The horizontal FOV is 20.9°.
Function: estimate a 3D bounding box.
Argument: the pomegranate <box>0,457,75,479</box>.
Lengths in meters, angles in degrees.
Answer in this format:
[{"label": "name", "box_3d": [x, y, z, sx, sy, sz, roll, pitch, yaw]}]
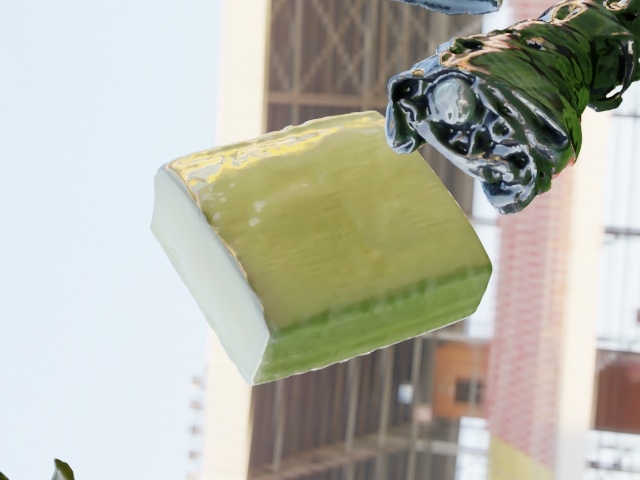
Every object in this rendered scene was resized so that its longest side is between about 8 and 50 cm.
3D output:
[{"label": "pomegranate", "box_3d": [-0.187, 0.331, 1.329, 0.260, 0.260, 0.340, -44, -47, -62]}]

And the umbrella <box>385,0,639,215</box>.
[{"label": "umbrella", "box_3d": [0.097, -0.072, 0.772, 0.224, 0.080, 0.071, -38, -20, -56]}]

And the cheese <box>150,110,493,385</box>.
[{"label": "cheese", "box_3d": [0.000, 0.000, 1.726, 0.265, 0.242, 0.124, -16, -33, -27]}]

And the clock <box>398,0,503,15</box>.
[{"label": "clock", "box_3d": [0.000, -0.264, 1.383, 0.067, 0.325, 0.325, -70, -20, 0]}]
